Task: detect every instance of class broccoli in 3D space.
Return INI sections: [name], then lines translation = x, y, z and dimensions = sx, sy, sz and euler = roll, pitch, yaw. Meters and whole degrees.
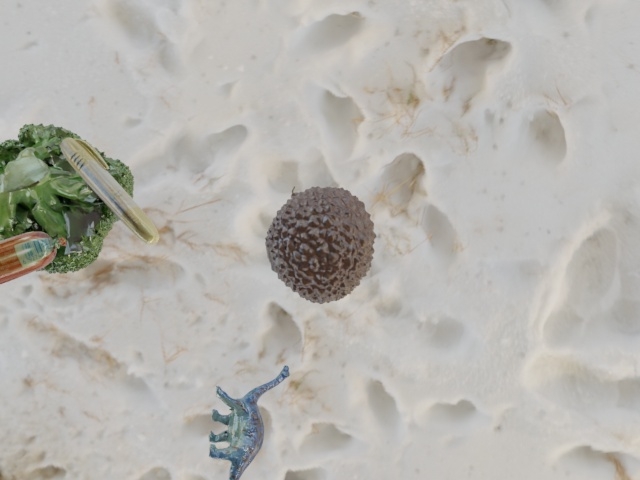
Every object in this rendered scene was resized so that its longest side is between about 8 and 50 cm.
[broccoli]
translation = -0.646, -0.096, 1.663
dimensions = 0.414, 0.321, 0.309
euler = -21, 126, -13

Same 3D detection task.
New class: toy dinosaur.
[toy dinosaur]
translation = -0.171, 0.387, 1.442
dimensions = 0.144, 0.329, 0.076
euler = 21, 148, -7

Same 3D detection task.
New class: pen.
[pen]
translation = -0.275, -0.070, 0.921
dimensions = 0.040, 0.032, 0.233
euler = -41, 60, -13

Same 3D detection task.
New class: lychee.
[lychee]
translation = 0.000, 0.000, 1.644
dimensions = 0.264, 0.264, 0.300
euler = -39, 58, 22

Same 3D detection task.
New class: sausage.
[sausage]
translation = -0.572, 0.046, 1.224
dimensions = 0.264, 0.083, 0.083
euler = -20, 101, -8
